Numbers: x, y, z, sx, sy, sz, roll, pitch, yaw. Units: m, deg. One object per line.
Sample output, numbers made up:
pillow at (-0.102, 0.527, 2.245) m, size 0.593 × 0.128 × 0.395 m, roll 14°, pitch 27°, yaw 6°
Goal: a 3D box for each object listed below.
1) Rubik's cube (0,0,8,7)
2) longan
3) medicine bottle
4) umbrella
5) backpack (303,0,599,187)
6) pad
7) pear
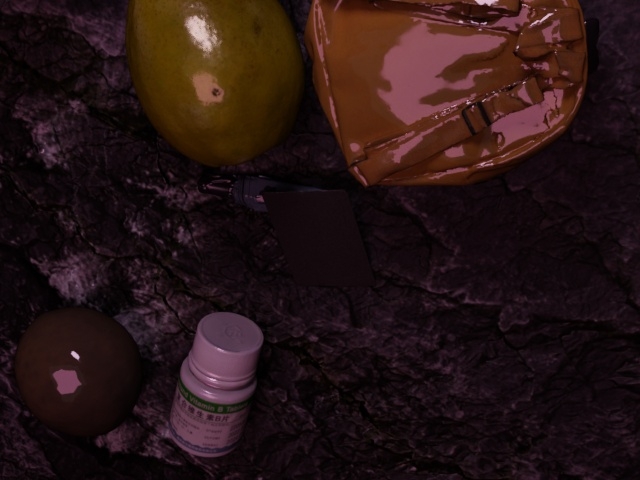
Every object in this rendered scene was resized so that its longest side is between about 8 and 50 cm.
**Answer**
Rubik's cube at (-0.486, -0.514, 1.231) m, size 0.316 × 0.319 × 0.322 m, roll 37°, pitch 156°, yaw -1°
longan at (-0.430, 0.236, 1.711) m, size 0.248 × 0.248 × 0.248 m, roll 8°, pitch 117°, yaw 15°
medicine bottle at (-0.179, 0.251, 1.673) m, size 0.139 × 0.139 × 0.237 m, roll 23°, pitch 120°, yaw 7°
umbrella at (-0.075, -0.070, 1.529) m, size 0.250 × 0.052 × 0.053 m, roll 10°, pitch 151°, yaw 13°
backpack at (0.171, -0.231, 1.279) m, size 0.378 × 0.201 × 0.353 m, roll 3°, pitch 115°, yaw 20°
pad at (0.000, 0.000, 1.525) m, size 0.143 × 0.003 × 0.211 m, roll -1°, pitch 134°, yaw 19°
pear at (-0.151, -0.256, 1.348) m, size 0.253 × 0.253 × 0.307 m, roll -23°, pitch 103°, yaw 27°
